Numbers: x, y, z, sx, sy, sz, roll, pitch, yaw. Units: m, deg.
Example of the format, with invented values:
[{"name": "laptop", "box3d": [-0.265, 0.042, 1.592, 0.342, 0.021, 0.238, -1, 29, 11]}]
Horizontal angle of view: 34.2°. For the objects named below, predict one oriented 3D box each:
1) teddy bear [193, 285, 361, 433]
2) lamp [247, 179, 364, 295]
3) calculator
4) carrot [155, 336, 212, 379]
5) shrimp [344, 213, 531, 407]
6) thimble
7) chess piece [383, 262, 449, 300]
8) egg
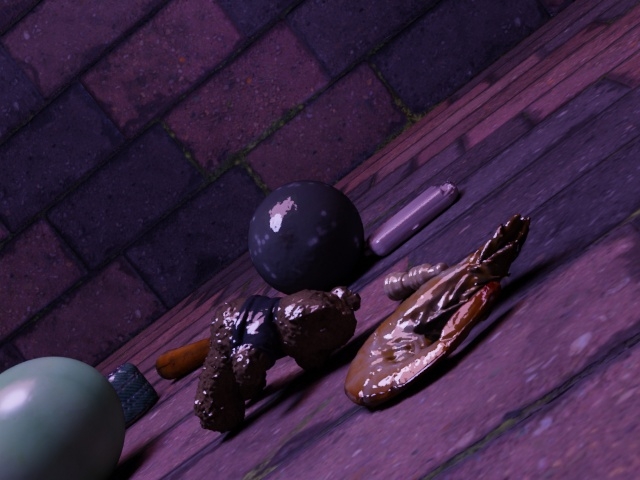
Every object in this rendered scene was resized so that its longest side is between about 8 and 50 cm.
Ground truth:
[{"name": "teddy bear", "box3d": [-0.068, 0.122, 1.217, 0.251, 0.129, 0.182, -35, 9, 29]}, {"name": "lamp", "box3d": [-0.014, 0.012, 1.668, 0.182, 0.182, 0.314, -39, -14, -2]}, {"name": "calculator", "box3d": [0.136, -0.032, 1.586, 0.175, 0.032, 0.100, -39, 6, 1]}, {"name": "carrot", "box3d": [-0.238, 0.212, 1.883, 0.161, 0.055, 0.055, -24, 14, 39]}, {"name": "shrimp", "box3d": [0.112, 0.067, 0.948, 0.236, 0.053, 0.133, -41, 4, 3]}, {"name": "thimble", "box3d": [-0.366, 0.287, 1.876, 0.118, 0.090, 0.135, -41, 4, -42]}, {"name": "chess piece", "box3d": [0.114, 0.043, 1.198, 0.092, 0.035, 0.035, -24, 15, 50]}, {"name": "egg", "box3d": [-0.403, 0.290, 1.476, 0.270, 0.220, 0.220, -47, 5, 7]}]
